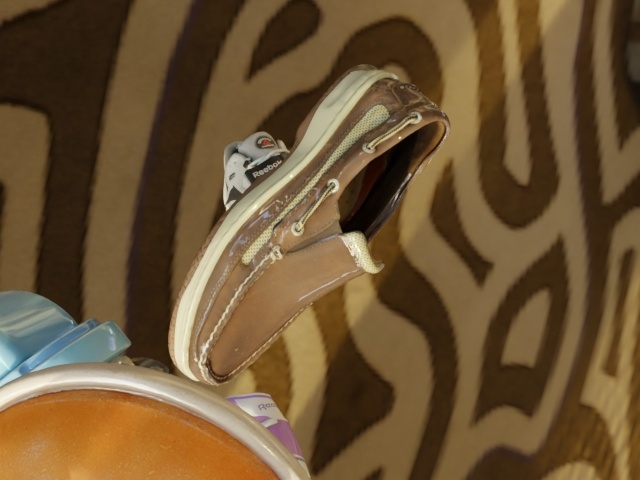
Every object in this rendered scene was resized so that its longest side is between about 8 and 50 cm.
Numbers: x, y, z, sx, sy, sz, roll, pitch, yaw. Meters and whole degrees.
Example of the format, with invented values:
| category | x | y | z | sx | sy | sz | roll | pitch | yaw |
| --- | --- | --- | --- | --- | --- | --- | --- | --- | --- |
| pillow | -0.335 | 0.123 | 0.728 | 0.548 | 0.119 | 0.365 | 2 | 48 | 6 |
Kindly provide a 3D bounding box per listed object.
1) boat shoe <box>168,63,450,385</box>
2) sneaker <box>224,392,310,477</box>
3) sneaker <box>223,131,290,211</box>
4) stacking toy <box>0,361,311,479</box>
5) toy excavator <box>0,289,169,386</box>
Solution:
| category | x | y | z | sx | sy | sz | roll | pitch | yaw |
| --- | --- | --- | --- | --- | --- | --- | --- | --- | --- |
| boat shoe | -0.003 | -0.003 | 0.992 | 0.257 | 0.095 | 0.095 | -57 | 146 | -5 |
| sneaker | -0.146 | 0.291 | 1.744 | 0.282 | 0.161 | 0.102 | -36 | 148 | 15 |
| sneaker | -0.072 | -0.078 | 2.069 | 0.122 | 0.330 | 0.146 | -19 | 106 | -22 |
| stacking toy | -0.200 | 0.346 | 1.046 | 0.480 | 0.351 | 0.350 | -65 | 151 | -57 |
| toy excavator | -0.451 | 0.153 | 1.718 | 0.445 | 0.433 | 0.222 | 55 | 23 | 3 |
